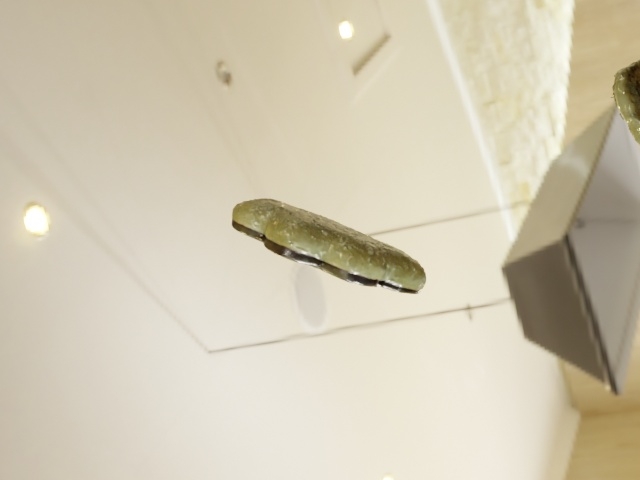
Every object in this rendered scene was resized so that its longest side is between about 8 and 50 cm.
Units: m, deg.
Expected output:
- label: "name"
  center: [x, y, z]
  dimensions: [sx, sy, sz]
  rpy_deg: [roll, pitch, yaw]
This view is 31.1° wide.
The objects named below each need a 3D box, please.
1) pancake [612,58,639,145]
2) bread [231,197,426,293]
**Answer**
- label: "pancake"
  center: [0.506, -0.164, 1.557]
  dimensions: [0.254, 0.037, 0.253]
  rpy_deg: [14, -134, -15]
- label: "bread"
  center: [0.000, 0.000, 1.536]
  dimensions: [0.207, 0.286, 0.056]
  rpy_deg: [3, -72, -68]
